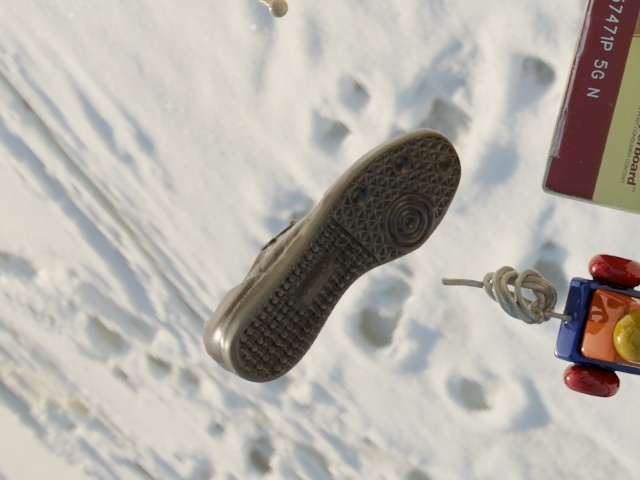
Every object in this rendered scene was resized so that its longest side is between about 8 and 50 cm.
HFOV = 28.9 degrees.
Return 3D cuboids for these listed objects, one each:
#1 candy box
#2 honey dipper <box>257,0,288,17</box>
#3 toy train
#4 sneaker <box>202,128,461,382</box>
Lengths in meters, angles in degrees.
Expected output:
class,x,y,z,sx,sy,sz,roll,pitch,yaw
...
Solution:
class,x,y,z,sx,sy,sz,roll,pitch,yaw
candy box,0.217,-0.112,0.826,0.088,0.182,0.316,15,-174,12
honey dipper,-0.074,-0.239,1.181,0.161,0.030,0.030,42,159,49
toy train,0.222,0.066,0.870,0.248,0.105,0.143,12,180,-19
sneaker,0.000,0.000,0.731,0.066,0.188,0.071,53,163,-26
